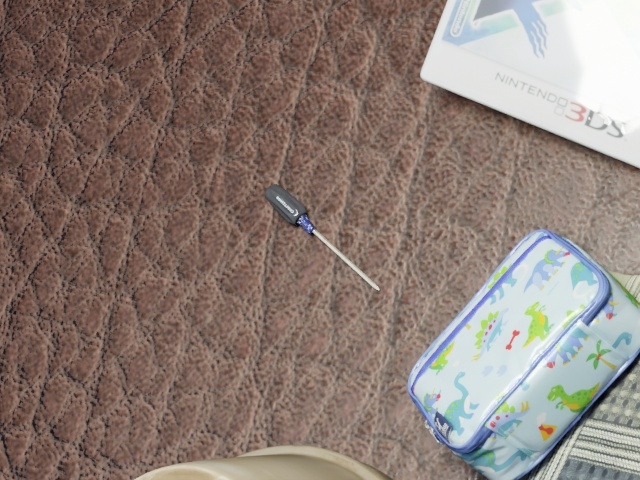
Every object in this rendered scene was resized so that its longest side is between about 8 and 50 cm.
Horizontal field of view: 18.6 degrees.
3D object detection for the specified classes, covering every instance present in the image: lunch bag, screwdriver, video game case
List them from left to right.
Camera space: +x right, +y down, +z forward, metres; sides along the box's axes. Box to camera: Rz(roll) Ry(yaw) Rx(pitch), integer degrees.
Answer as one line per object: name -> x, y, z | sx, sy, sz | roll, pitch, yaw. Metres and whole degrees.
screwdriver -> 0.000, 0.000, 2.005 | 0.025, 0.024, 0.170 | -31, 60, -21
lunch bag -> 0.185, 0.104, 1.807 | 0.219, 0.090, 0.176 | -48, 26, 7
video game case -> 0.284, -0.256, 1.882 | 0.300, 0.036, 0.329 | 24, 100, 21

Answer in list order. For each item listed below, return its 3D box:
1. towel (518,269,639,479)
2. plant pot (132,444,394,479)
towel -> 0.294, 0.179, 1.714 | 0.312, 0.056, 0.324 | 8, 66, 58
plant pot -> -0.070, 0.325, 1.775 | 0.323, 0.280, 0.323 | -7, 70, 22
